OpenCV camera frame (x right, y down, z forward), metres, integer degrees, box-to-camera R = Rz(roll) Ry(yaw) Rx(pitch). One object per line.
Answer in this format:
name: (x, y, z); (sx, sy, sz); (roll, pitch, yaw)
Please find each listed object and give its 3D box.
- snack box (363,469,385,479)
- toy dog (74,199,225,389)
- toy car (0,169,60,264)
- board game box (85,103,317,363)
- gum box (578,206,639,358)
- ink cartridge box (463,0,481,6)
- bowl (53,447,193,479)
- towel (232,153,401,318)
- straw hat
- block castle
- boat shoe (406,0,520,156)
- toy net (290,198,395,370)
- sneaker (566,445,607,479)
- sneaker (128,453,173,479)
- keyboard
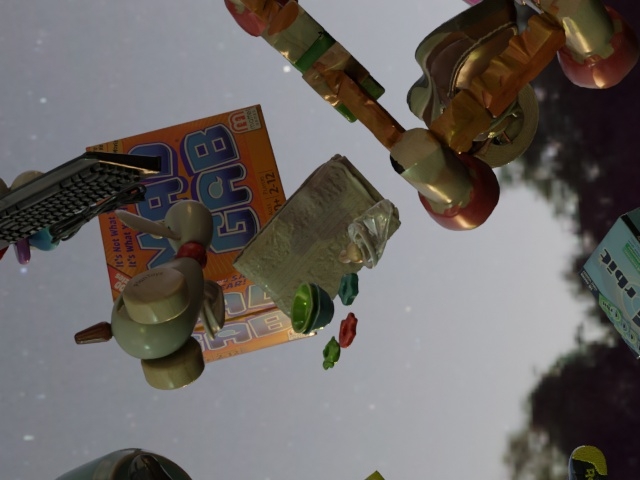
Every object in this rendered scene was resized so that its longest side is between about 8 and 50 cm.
snack box: (0.063, 0.407, 1.432); (0.207, 0.174, 0.070); (49, 165, 28)
toy dog: (-0.236, 0.067, 1.658); (0.333, 0.161, 0.220); (-76, -18, -77)
toy car: (-0.499, -0.022, 1.970); (0.159, 0.182, 0.136); (104, 158, -50)
board game box: (-0.231, 0.007, 2.435); (0.356, 0.357, 0.356); (81, 174, -60)
gum box: (0.453, 0.063, 1.735); (0.157, 0.041, 0.184); (58, 159, 20)
ink cartridge box: (0.289, -0.459, 1.763); (0.185, 0.065, 0.311); (-58, 3, -7)
bowl: (-0.317, 0.478, 2.081); (0.312, 0.163, 0.311); (25, -145, -20)
towel: (0.000, 0.000, 2.161); (0.187, 0.049, 0.282); (44, -101, -16)
straw hat: (0.277, -0.166, 1.771); (0.061, 0.144, 0.144); (12, -107, -42)
block castle: (0.100, -0.260, 1.359); (0.453, 0.303, 0.213); (47, -172, 28)
boat shoe: (0.183, -0.179, 1.402); (0.120, 0.123, 0.324); (59, 175, 10)
toy net: (0.028, 0.048, 1.496); (0.122, 0.045, 0.232); (-102, 31, -47)
sneaker: (0.336, 0.325, 1.522); (0.059, 0.053, 0.144); (23, -113, -89)
sneaker: (-0.215, 0.456, 1.962); (0.106, 0.101, 0.267); (-25, -101, -39)
keyboard: (-0.316, -0.038, 1.487); (0.201, 0.317, 0.033); (-1, -107, -55)
